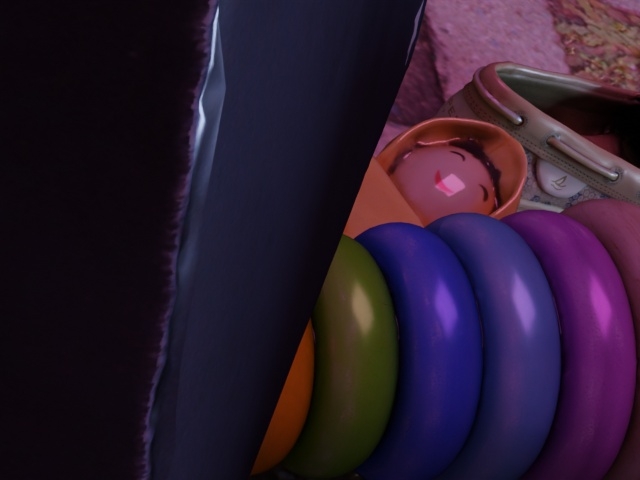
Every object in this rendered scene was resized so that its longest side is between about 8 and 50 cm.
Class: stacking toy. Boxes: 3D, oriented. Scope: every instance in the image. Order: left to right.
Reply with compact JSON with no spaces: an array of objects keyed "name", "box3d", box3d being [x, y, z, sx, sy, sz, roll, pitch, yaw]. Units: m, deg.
[{"name":"stacking toy","box3d":[-0.007,0.051,0.807,0.330,0.141,0.141,0,47,-25]}]

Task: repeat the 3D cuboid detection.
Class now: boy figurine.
[{"name":"boy figurine","box3d":[0.000,0.000,0.963,0.285,0.092,0.177,-9,50,-40]}]

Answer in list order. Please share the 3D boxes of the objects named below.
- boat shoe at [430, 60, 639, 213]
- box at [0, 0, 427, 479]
[{"name":"boat shoe","box3d":[0.186,-0.051,1.169,0.285,0.089,0.104,0,47,-39]},{"name":"box","box3d":[-0.209,-0.127,0.656,0.472,0.297,0.480,15,35,4]}]
